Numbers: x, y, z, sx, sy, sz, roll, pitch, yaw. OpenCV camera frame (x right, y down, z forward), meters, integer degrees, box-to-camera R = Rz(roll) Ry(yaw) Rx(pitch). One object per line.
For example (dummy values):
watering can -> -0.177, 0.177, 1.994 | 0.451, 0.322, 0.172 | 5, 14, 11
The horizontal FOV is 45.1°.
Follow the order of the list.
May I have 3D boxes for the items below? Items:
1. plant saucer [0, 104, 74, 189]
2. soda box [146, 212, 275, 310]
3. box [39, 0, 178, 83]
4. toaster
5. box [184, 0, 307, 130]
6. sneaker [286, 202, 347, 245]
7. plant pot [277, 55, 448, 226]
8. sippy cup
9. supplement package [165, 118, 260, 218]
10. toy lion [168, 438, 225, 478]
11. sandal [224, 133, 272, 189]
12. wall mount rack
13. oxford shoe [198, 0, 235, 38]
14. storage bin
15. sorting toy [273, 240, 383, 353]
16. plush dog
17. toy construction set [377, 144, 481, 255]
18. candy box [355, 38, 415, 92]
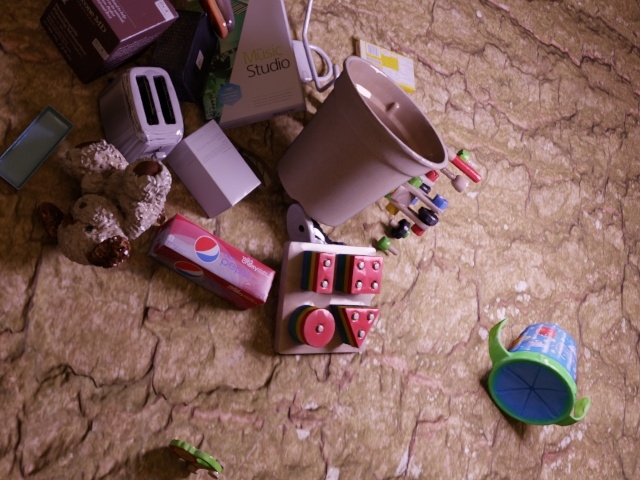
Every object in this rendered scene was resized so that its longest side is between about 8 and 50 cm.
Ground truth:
plant saucer -> -0.570, -0.185, 1.532 | 0.067, 0.018, 0.192 | 41, 53, -19
soda box -> -0.232, 0.050, 1.662 | 0.263, 0.092, 0.083 | 32, 56, -25
box -> -0.443, -0.464, 1.608 | 0.167, 0.203, 0.168 | -40, 100, -39
toaster -> -0.377, -0.269, 1.627 | 0.129, 0.146, 0.227 | -8, 79, -40
box -> -0.177, -0.434, 1.810 | 0.232, 0.058, 0.322 | -13, 78, 5
sneaker -> 0.000, 0.000, 1.879 | 0.121, 0.079, 0.217 | -26, 99, -44
plant pot -> 0.076, -0.204, 1.816 | 0.334, 0.305, 0.334 | 36, 28, -23
sippy cup -> 0.610, 0.353, 2.143 | 0.224, 0.240, 0.305 | -47, 127, -49
supplement package -> -0.241, -0.157, 1.720 | 0.179, 0.105, 0.105 | 54, 49, -9
toy lion -> -0.249, 0.424, 1.517 | 0.096, 0.100, 0.034 | 56, 49, -33
sandal -> -0.189, -0.182, 1.814 | 0.180, 0.049, 0.072 | 36, 48, -5
wall mount rack -> -0.088, -0.532, 1.958 | 0.350, 0.130, 0.304 | -4, 74, -40
oxford shoe -> -0.233, -0.644, 1.762 | 0.133, 0.130, 0.363 | -13, 86, -10
storage bin -> -0.304, -0.411, 1.722 | 0.084, 0.122, 0.180 | 9, 73, 10
sorting toy -> 0.033, 0.139, 1.786 | 0.257, 0.089, 0.255 | 4, 92, -37
plush dog -> -0.415, -0.046, 1.504 | 0.225, 0.262, 0.210 | -49, 144, -27
toy construction set -> 0.225, -0.169, 1.979 | 0.237, 0.309, 0.257 | 37, 47, -16
candy box -> 0.189, -0.503, 2.230 | 0.206, 0.027, 0.105 | 11, 70, -35
